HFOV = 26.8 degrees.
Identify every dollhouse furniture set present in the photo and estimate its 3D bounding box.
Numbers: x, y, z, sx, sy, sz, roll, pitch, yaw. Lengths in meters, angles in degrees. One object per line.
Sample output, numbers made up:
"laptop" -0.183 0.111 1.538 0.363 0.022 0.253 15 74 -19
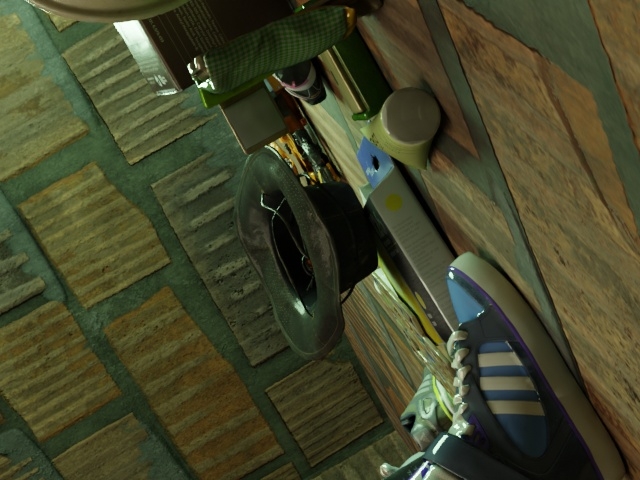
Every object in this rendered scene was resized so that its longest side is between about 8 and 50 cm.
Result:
"dollhouse furniture set" -0.025 -0.171 1.472 0.151 0.198 0.301 62 175 -8

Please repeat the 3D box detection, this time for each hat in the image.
"hat" 0.000 0.000 1.880 0.331 0.134 0.331 49 151 41

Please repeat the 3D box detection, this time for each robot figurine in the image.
"robot figurine" -0.060 -0.186 2.383 0.291 0.085 0.211 60 176 0

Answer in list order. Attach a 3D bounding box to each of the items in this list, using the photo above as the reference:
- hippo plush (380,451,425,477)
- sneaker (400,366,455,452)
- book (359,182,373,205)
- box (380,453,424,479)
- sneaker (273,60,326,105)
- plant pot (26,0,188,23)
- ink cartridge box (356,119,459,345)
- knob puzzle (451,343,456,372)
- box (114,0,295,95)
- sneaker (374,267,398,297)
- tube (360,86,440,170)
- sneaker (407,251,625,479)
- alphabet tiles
"hippo plush" 0.227 0.429 2.220 0.236 0.234 0.294 42 -126 -69
"sneaker" 0.187 0.271 2.219 0.111 0.121 0.300 51 -177 0
"book" 0.098 -0.017 2.112 0.096 0.035 0.144 61 176 28
"box" 0.210 0.330 1.629 0.165 0.270 0.143 55 173 48
"sneaker" -0.044 -0.250 1.973 0.077 0.072 0.178 49 -171 -40
"plant pot" -0.258 -0.477 1.573 0.334 0.334 0.305 58 164 20
"ink cartridge box" 0.114 0.003 1.870 0.307 0.072 0.303 57 176 4
"knob puzzle" 0.240 0.220 2.082 0.213 0.030 0.213 59 175 9
"box" -0.173 -0.326 1.896 0.167 0.203 0.168 61 167 -13
"sneaker" 0.129 0.068 2.222 0.152 0.054 0.061 38 150 60
"tube" 0.089 -0.115 1.474 0.240 0.062 0.070 114 140 -86
"sneaker" 0.163 0.196 1.512 0.322 0.236 0.130 58 175 16
"alphabet tiles" 0.156 0.160 1.979 0.198 0.009 0.237 60 173 -34
